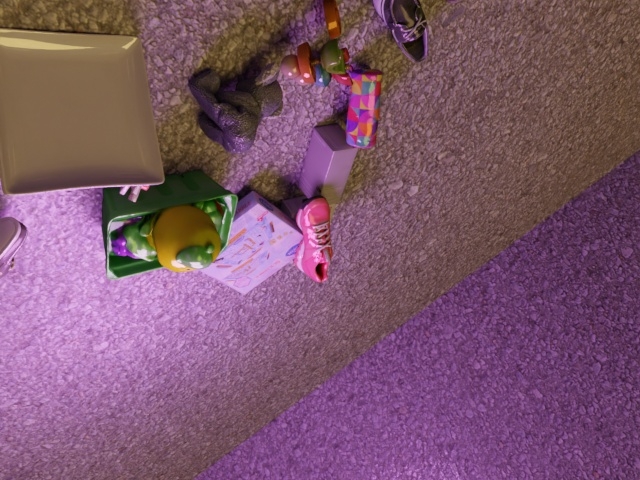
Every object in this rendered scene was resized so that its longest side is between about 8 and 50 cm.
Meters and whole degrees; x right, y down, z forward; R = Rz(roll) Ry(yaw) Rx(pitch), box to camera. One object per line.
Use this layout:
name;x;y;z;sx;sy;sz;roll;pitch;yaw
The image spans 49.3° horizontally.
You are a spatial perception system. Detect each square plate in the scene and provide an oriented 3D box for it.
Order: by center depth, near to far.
square plate;-0.527;-0.274;1.496;0.347;0.344;0.049;-9;177;-37

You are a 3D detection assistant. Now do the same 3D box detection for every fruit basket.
fruit basket;-0.386;-0.009;1.874;0.392;0.392;0.283;-15;142;-31

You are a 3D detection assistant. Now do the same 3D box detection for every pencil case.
pencil case;0.125;-0.393;2.045;0.104;0.104;0.236;-14;120;-31

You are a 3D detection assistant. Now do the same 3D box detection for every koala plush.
koala plush;-0.185;-0.350;1.804;0.221;0.203;0.196;-37;151;-21

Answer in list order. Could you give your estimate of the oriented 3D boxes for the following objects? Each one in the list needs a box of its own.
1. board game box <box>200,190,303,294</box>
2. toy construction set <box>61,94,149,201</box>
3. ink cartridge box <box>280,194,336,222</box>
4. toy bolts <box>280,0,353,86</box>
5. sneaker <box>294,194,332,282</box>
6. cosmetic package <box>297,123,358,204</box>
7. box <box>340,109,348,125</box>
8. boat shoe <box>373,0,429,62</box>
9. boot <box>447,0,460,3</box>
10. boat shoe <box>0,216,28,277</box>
board game box;-0.233;0.017;2.256;0.319;0.066;0.318;-35;141;15
toy construction set;-0.511;-0.224;1.614;0.151;0.215;0.328;-5;157;41
ink cartridge box;-0.049;-0.087;2.364;0.175;0.072;0.127;-16;143;-28
toy bolts;-0.016;-0.493;1.828;0.158;0.218;0.228;-8;168;11
sneaker;0.001;0.000;2.210;0.116;0.136;0.314;-18;134;-26
cosmetic package;0.021;-0.234;2.190;0.107;0.127;0.238;-17;142;-29
box;0.123;-0.374;2.195;0.081;0.028;0.136;-40;146;7
boat shoe;0.240;-0.595;1.878;0.121;0.119;0.335;-37;158;9
boot;0.396;-0.777;1.875;0.236;0.085;0.178;-48;145;6
boat shoe;-0.838;0.052;1.770;0.305;0.109;0.091;-39;149;17
